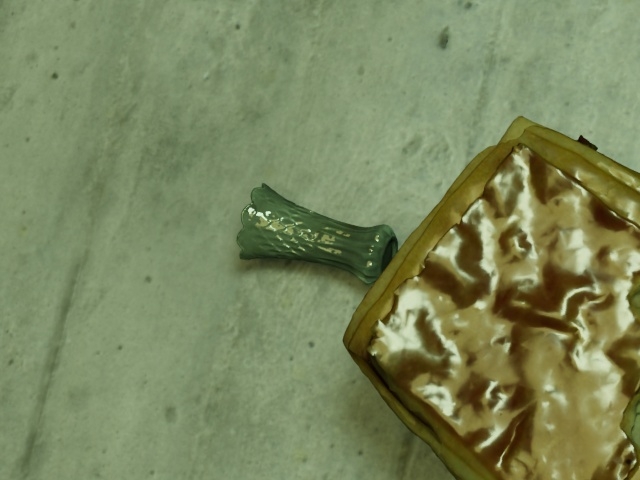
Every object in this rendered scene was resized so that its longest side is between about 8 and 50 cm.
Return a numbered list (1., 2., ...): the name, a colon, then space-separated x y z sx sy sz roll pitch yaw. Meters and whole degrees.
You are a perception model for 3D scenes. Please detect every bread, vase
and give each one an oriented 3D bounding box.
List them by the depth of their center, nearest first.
1. bread: 0.233 0.112 1.380 0.370 0.191 0.314 40 87 18
2. vase: 0.000 0.000 1.548 0.148 0.081 0.081 16 82 19
